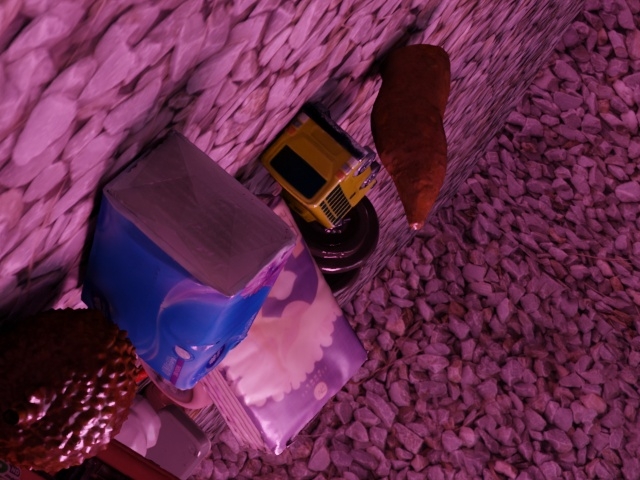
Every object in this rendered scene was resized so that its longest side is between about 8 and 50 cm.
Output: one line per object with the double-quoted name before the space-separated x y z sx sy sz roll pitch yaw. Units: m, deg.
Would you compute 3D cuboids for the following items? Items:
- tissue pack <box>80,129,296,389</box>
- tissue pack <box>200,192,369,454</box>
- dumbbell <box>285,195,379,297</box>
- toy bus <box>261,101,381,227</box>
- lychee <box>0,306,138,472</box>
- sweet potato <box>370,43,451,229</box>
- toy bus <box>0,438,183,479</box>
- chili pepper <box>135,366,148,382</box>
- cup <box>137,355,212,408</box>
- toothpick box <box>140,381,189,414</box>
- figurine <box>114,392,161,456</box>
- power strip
"tissue pack" -0.167 0.034 1.364 0.146 0.198 0.263 -45 171 -32
"tissue pack" -0.094 0.122 1.735 0.125 0.343 0.242 11 -133 49
"dumbbell" 0.000 0.000 2.085 0.192 0.192 0.290 -44 170 -26
"toy bus" 0.002 -0.110 1.812 0.150 0.128 0.262 -48 170 -1
"lychee" -0.307 0.173 1.326 0.200 0.200 0.238 -50 -178 9
"sweet potato" 0.143 -0.166 1.850 0.131 0.131 0.336 119 -18 -56
"toy bus" -0.301 0.407 1.649 0.233 0.427 0.203 -58 174 -15
"chili pepper" -0.293 0.208 2.086 0.178 0.027 0.045 -47 172 4
"cup" -0.199 0.161 1.900 0.200 0.191 0.253 -39 -166 -32
"toothpick box" -0.340 0.364 2.311 0.149 0.098 0.098 -53 171 34
"figurine" -0.373 0.356 2.010 0.236 0.133 0.176 -52 180 37
"power strip" -0.348 0.417 2.181 0.265 0.193 0.059 -51 168 17
